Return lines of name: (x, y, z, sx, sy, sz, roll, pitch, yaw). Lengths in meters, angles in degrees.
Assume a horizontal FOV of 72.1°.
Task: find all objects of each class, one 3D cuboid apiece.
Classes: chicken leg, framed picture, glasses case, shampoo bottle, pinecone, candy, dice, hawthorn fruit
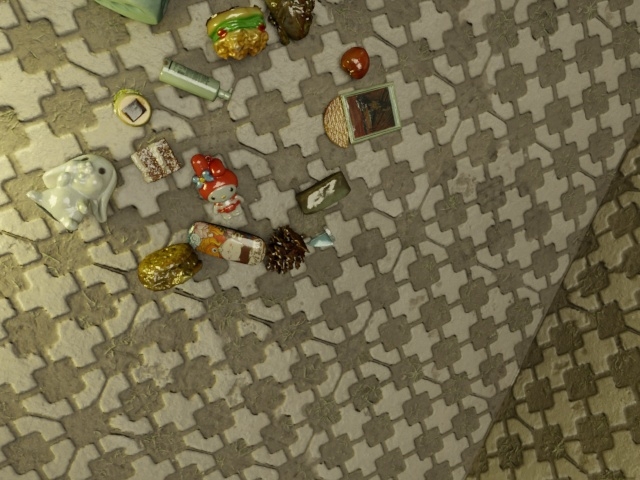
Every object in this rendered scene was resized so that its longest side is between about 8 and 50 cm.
chicken leg: (-0.140, -0.953, 1.676, 0.211, 0.140, 0.361, -29, 112, -1)
framed picture: (0.228, -0.556, 1.912, 0.273, 0.016, 0.217, -21, 108, -19)
glasses case: (-0.379, 0.011, 1.785, 0.320, 0.082, 0.122, 15, 104, -4)
shampoo bottle: (-0.471, -0.597, 1.676, 0.262, 0.085, 0.085, 18, 95, -20)
pinecone: (-0.149, 0.051, 1.853, 0.168, 0.186, 0.213, 23, 105, -20)
candy: (0.011, -0.201, 1.893, 0.233, 0.102, 0.104, -32, 109, -10)
dice: (-0.637, -0.911, 1.469, 0.267, 0.262, 0.265, 16, 96, -21)
hawthorn fruit: (0.149, -0.736, 1.823, 0.127, 0.128, 0.128, -3, 102, -16)

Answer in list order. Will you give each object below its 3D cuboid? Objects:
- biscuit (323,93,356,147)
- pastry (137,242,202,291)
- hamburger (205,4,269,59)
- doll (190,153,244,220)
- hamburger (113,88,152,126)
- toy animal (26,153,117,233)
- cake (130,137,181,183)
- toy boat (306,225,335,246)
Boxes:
biscuit: (0.080, -0.517, 1.885, 0.144, 0.033, 0.225, 5, 97, -19)
pastry: (-0.589, 0.101, 1.703, 0.239, 0.235, 0.132, -22, 104, 7)
hamburger: (-0.300, -0.754, 1.630, 0.236, 0.237, 0.149, -20, 104, -12)
doll: (-0.407, -0.219, 1.747, 0.160, 0.130, 0.291, -25, 121, -5)
hamburger: (-0.697, -0.490, 1.632, 0.141, 0.081, 0.127, 30, 93, -32)
toy animal: (-0.869, -0.170, 1.600, 0.289, 0.174, 0.249, -29, 96, -8)
cake: (-0.623, -0.298, 1.665, 0.147, 0.134, 0.135, -31, 106, -16)
toy boat: (-0.001, 0.000, 1.972, 0.122, 0.034, 0.096, -33, 108, 1)
